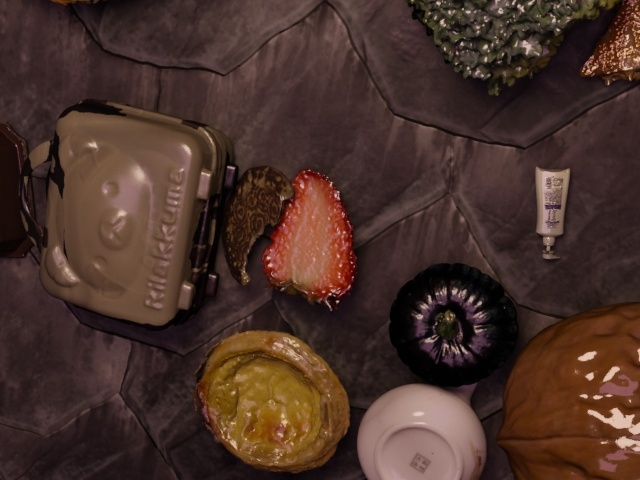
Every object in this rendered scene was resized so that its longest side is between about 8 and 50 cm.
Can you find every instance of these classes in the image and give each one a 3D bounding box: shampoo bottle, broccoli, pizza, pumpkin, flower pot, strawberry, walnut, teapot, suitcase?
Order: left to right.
[{"bbox_3d":[-0.610,-0.082,1.307,0.179,0.084,0.250,1,102,14],"label":"flower pot"},{"bbox_3d":[-0.329,-0.044,1.188,0.340,0.194,0.351,16,106,13],"label":"suitcase"},{"bbox_3d":[0.002,0.002,1.174,0.167,0.087,0.207,20,93,23],"label":"strawberry"},{"bbox_3d":[0.155,0.334,1.184,0.204,0.139,0.298,38,106,1],"label":"teapot"},{"bbox_3d":[0.200,0.130,1.124,0.194,0.150,0.194,15,123,25],"label":"pumpkin"},{"bbox_3d":[0.260,-0.381,0.933,0.293,0.281,0.348,60,149,4],"label":"broccoli"},{"bbox_3d":[0.343,-0.040,1.103,0.049,0.034,0.140,1,103,7],"label":"shampoo bottle"},{"bbox_3d":[0.444,0.262,1.007,0.398,0.308,0.353,-2,69,14],"label":"walnut"},{"bbox_3d":[0.447,-0.280,1.011,0.199,0.062,0.188,-30,82,24],"label":"pizza"}]

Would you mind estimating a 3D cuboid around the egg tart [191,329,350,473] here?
[{"bbox_3d":[-0.079,0.267,1.252,0.279,0.095,0.278,5,106,18],"label":"egg tart"}]

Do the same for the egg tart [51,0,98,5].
[{"bbox_3d":[-0.355,-0.529,1.108,0.352,0.150,0.351,5,106,18],"label":"egg tart"}]

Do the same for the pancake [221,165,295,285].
[{"bbox_3d":[-0.101,-0.030,1.175,0.191,0.020,0.184,-27,64,44],"label":"pancake"}]
